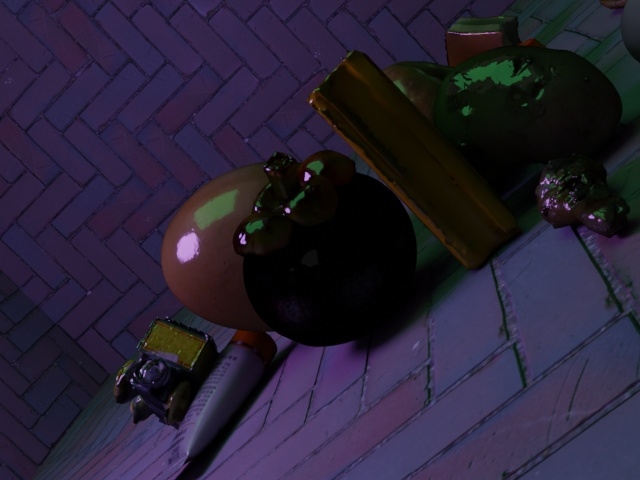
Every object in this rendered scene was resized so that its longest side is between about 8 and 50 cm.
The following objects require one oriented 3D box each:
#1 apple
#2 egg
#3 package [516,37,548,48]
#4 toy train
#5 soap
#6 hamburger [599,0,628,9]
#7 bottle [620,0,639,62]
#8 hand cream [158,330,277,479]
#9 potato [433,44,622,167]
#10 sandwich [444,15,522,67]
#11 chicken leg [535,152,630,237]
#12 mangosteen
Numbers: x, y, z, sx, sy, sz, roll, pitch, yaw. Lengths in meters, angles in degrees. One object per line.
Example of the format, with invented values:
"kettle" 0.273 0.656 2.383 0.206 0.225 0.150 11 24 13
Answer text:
"apple" 0.185 -0.177 1.400 0.261 0.261 0.194 -61 -17 -64
"egg" -0.093 0.011 1.545 0.374 0.301 0.301 -4 3 -9
"package" 0.290 -0.235 1.684 0.196 0.123 0.423 -45 9 -23
"toy train" -0.271 0.258 1.603 0.261 0.134 0.177 82 -149 -61
"soap" 0.118 -0.114 1.190 0.096 0.324 0.204 -44 6 5
"hamburger" 0.607 -0.530 1.700 0.177 0.113 0.185 -41 14 -24
"bottle" 0.469 -0.278 1.030 0.120 0.120 0.253 -45 10 -7
"hand cream" -0.183 0.281 1.512 0.314 0.089 0.140 -54 5 -36
"potato" 0.271 -0.180 1.171 0.262 0.165 0.165 1 38 39
"sandwich" 0.412 -0.422 2.115 0.186 0.220 0.108 8 38 32
"chicken leg" 0.286 -0.042 0.950 0.085 0.069 0.198 -20 18 4
"mangosteen" 0.000 0.000 1.263 0.275 0.302 0.275 -21 32 14
